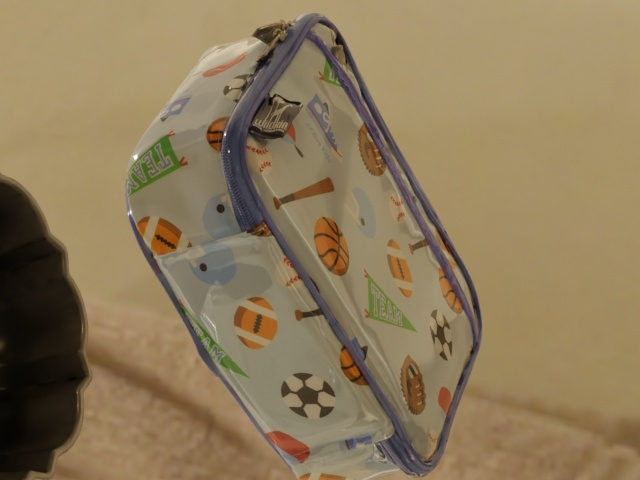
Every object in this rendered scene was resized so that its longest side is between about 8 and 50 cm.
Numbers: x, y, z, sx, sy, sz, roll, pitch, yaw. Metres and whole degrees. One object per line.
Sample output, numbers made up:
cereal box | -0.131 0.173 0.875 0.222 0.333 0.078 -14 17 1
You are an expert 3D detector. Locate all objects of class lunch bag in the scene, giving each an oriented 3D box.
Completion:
lunch bag | 0.000 0.000 1.239 0.303 0.115 0.243 62 -149 -22

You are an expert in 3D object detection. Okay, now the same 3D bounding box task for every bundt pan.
bundt pan | -0.356 0.083 1.649 0.331 0.124 0.331 38 -137 -47
